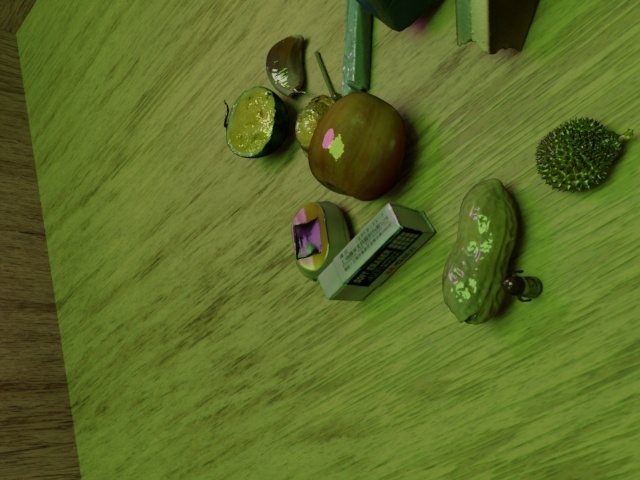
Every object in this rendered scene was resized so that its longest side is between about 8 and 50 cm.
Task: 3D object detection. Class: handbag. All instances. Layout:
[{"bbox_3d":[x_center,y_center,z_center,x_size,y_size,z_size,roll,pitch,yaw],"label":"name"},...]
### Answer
[{"bbox_3d":[0.174,-0.670,1.779,0.263,0.222,0.241,-46,55,10],"label":"handbag"}]

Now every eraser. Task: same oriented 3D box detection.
[{"bbox_3d":[0.130,0.036,1.799,0.287,0.130,0.086,-48,51,32],"label":"eraser"}]

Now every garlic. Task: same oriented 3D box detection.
[{"bbox_3d":[-0.089,-0.481,2.135,0.128,0.090,0.198,-19,66,30],"label":"garlic"}]

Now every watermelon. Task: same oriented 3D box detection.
[{"bbox_3d":[-0.173,-0.332,2.164,0.232,0.127,0.204,-13,75,43],"label":"watermelon"}]

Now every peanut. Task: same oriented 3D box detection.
[{"bbox_3d":[0.338,0.021,1.585,0.149,0.149,0.313,10,89,46],"label":"peanut"}]

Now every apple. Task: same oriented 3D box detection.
[{"bbox_3d":[0.093,-0.227,1.820,0.242,0.242,0.241,24,89,45],"label":"apple"}]

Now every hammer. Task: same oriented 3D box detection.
[{"bbox_3d":[0.010,-0.444,2.072,0.060,0.028,0.195,-45,51,40],"label":"hammer"}]

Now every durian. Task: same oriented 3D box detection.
[{"bbox_3d":[0.508,-0.172,1.462,0.208,0.102,0.146,-17,66,39],"label":"durian"}]

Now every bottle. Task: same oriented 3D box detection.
[{"bbox_3d":[0.407,0.094,1.522,0.047,0.101,0.063,-54,51,25],"label":"bottle"}]

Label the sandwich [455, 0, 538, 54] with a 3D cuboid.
[{"bbox_3d":[0.352,-0.494,1.581,0.108,0.220,0.186,30,105,43],"label":"sandwich"}]

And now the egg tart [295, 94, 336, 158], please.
[{"bbox_3d":[-0.010,-0.298,2.016,0.191,0.074,0.191,4,95,50],"label":"egg tart"}]

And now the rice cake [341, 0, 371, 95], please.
[{"bbox_3d":[0.098,-0.537,1.962,0.063,0.066,0.336,-6,79,54],"label":"rice cake"}]

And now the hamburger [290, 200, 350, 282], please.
[{"bbox_3d":[0.000,0.000,1.956,0.173,0.116,0.210,-27,61,32],"label":"hamburger"}]
